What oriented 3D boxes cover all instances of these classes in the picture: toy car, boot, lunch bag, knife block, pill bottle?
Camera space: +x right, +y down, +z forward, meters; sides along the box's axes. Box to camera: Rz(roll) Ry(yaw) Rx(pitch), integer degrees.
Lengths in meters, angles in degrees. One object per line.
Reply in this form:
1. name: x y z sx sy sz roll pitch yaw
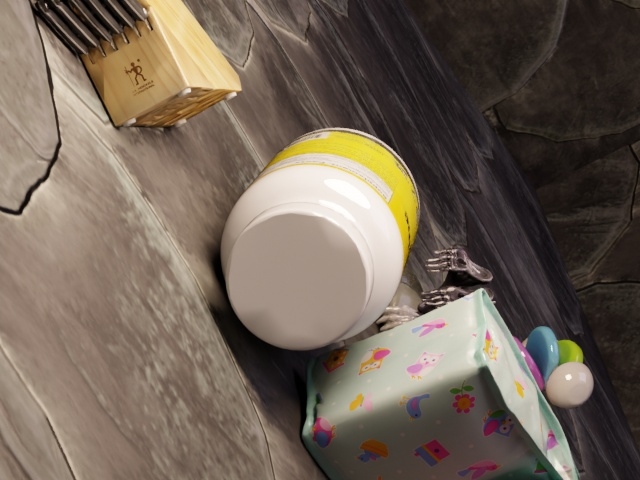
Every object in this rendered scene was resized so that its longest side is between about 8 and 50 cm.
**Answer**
1. toy car: 0.308 0.203 2.670 0.136 0.182 0.159 49 0 -29
2. boot: 0.142 0.158 2.366 0.246 0.083 0.161 43 30 -42
3. lunch bag: 0.134 0.217 1.869 0.262 0.223 0.160 58 20 -29
4. knife block: -0.198 -0.237 1.762 0.242 0.088 0.276 65 14 3
5. pill bottle: 0.000 0.000 1.850 0.188 0.188 0.334 61 14 -9

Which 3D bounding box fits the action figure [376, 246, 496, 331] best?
1. action figure: 0.128 0.139 2.154 0.164 0.141 0.275 -89 -172 -49
